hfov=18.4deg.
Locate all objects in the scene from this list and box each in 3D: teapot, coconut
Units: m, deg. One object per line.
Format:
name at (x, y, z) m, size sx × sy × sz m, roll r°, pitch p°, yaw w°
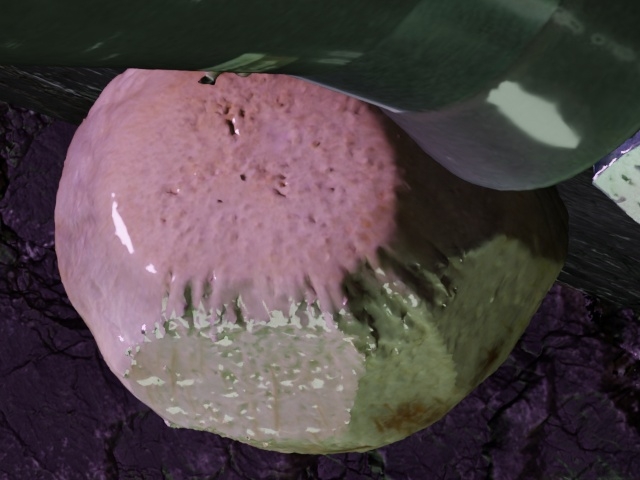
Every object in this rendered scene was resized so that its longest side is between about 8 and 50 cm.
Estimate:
teapot at (-0.053, -0.151, 0.692) m, size 0.344 × 0.253 × 0.300 m, roll 18°, pitch 173°, yaw -35°
coconut at (0.000, 0.000, 1.569) m, size 0.415 × 0.344 × 0.415 m, roll 13°, pitch 170°, yaw 2°

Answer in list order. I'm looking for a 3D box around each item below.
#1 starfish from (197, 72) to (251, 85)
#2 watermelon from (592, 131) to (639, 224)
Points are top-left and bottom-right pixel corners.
starfish at (-0.028, -0.130, 1.101) m, size 0.432 × 0.082 × 0.324 m, roll 10°, pitch -179°, yaw 25°
watermelon at (0.302, -0.063, 0.988) m, size 0.322 × 0.175 × 0.188 m, roll 16°, pitch 134°, yaw -34°
